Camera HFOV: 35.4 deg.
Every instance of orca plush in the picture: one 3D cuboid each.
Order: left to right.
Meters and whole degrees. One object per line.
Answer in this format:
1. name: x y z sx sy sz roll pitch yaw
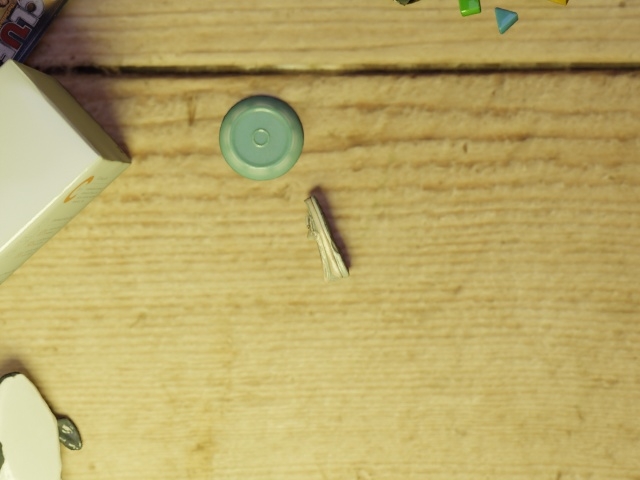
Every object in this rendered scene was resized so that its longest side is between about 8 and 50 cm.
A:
1. orca plush: -0.408 0.326 1.404 0.151 0.102 0.287 -40 108 -42

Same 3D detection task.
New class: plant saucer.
1. plant saucer: -0.083 -0.142 1.393 0.119 0.021 0.119 0 94 -1

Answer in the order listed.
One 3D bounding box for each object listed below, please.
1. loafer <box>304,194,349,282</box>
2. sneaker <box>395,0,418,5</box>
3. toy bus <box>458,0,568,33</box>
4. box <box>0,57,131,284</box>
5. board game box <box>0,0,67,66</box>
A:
1. loafer: 0.000 0.000 1.393 0.039 0.045 0.125 -23 96 7
2. sneaker: 0.059 -0.362 1.351 0.222 0.083 0.118 -18 94 -1
3. toy bus: 0.257 -0.386 1.339 0.190 0.104 0.202 -24 83 12
4. box: -0.440 -0.048 1.297 0.345 0.215 0.168 -42 93 1
5. board game box: -0.435 -0.331 1.331 0.165 0.042 0.243 35 93 -31
